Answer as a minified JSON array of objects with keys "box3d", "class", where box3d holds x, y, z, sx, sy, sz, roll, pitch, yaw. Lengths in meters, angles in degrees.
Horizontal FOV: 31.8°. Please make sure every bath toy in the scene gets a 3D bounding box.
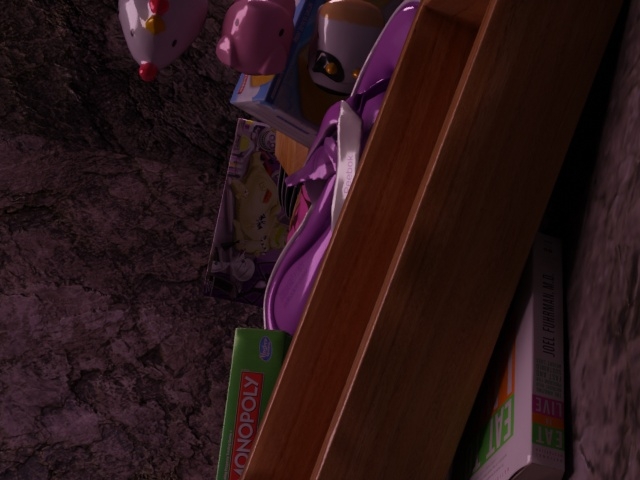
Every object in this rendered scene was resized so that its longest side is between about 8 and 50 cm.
[{"box3d":[-0.050,-0.210,1.207,0.151,0.348,0.129,103,177,-64],"class":"bath toy"}]

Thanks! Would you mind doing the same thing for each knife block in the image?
[{"box3d":[-0.026,-0.171,1.908,0.242,0.088,0.275,150,110,-67],"class":"knife block"}]

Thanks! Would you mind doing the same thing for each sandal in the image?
[{"box3d":[0.017,-0.032,1.059,0.169,0.102,0.416,56,135,43],"class":"sandal"}]

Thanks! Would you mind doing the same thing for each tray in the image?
[{"box3d":[0.048,0.035,0.678,0.203,0.076,0.410,-166,97,-80],"class":"tray"}]

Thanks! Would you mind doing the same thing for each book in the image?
[{"box3d":[0.105,0.080,0.607,0.096,0.035,0.144,113,170,-49],"class":"book"}]

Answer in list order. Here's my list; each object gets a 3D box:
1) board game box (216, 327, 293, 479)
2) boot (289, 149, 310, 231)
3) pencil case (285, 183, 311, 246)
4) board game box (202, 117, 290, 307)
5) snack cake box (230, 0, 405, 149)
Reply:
[{"box3d":[-0.025,0.209,1.011,0.317,0.046,0.213,49,-134,-71],"class":"board game box"},{"box3d":[0.008,-0.076,1.542,0.269,0.089,0.236,-72,0,-45],"class":"boot"},{"box3d":[0.000,0.000,1.323,0.209,0.095,0.098,104,160,-44],"class":"pencil case"},{"box3d":[-0.092,-0.044,2.157,0.056,0.208,0.346,-160,82,-82],"class":"board game box"},{"box3d":[0.015,-0.252,1.374,0.089,0.152,0.264,6,72,57],"class":"snack cake box"}]
